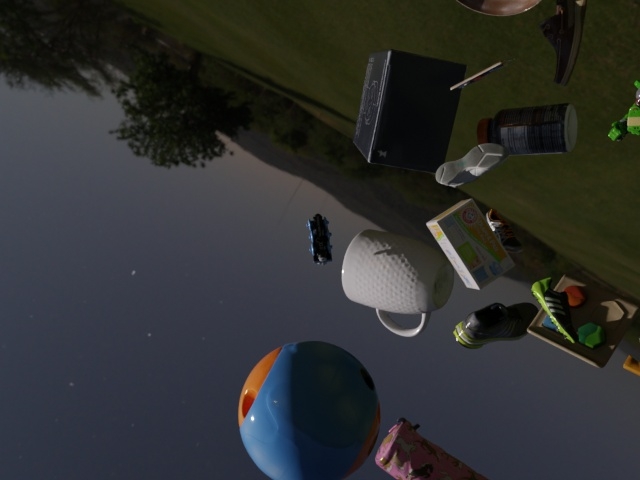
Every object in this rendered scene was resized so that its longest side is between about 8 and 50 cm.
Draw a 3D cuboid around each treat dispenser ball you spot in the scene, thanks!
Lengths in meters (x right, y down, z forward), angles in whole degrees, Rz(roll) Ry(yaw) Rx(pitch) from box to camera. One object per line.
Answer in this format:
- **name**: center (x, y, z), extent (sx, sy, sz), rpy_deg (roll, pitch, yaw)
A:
- **treat dispenser ball**: center (-0.022, 0.347, 1.147), extent (0.288, 0.288, 0.288), rpy_deg (31, -170, -6)

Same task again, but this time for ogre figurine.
- **ogre figurine**: center (0.709, -0.306, 1.206), extent (0.097, 0.197, 0.118), rpy_deg (30, -134, 27)

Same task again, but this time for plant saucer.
- **plant saucer**: center (0.482, -0.751, 1.565), extent (0.311, 0.050, 0.310), rpy_deg (23, 166, 6)

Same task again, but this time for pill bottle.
- **pill bottle**: center (0.557, -0.299, 1.546), extent (0.246, 0.130, 0.130), rpy_deg (4, 171, 37)

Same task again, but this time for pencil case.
- **pencil case**: center (0.351, 0.675, 1.621), extent (0.386, 0.167, 0.160), rpy_deg (33, 165, 13)

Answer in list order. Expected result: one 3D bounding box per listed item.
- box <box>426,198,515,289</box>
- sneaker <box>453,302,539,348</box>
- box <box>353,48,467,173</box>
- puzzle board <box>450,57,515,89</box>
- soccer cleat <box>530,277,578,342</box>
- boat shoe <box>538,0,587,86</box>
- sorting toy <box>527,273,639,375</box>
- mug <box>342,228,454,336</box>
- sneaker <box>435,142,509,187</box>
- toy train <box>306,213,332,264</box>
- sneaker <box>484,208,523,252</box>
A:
- **box**: center (0.377, 0.008, 1.434), extent (0.203, 0.114, 0.103), rpy_deg (56, 177, -1)
- **sneaker**: center (0.551, 0.241, 1.711), extent (0.300, 0.121, 0.111), rpy_deg (-13, -125, -25)
- **box**: center (0.239, -0.383, 1.641), extent (0.212, 0.293, 0.395), rpy_deg (9, -163, -5)
- **puzzle board**: center (0.370, -0.377, 1.291), extent (0.096, 0.128, 0.011), rpy_deg (-29, -84, -49)
- **soccer cleat**: center (0.605, 0.173, 1.432), extent (0.060, 0.072, 0.179), rpy_deg (41, -160, -57)
- **boat shoe**: center (0.712, -0.634, 1.679), extent (0.123, 0.342, 0.123), rpy_deg (8, -165, 20)
- **sorting toy**: center (0.737, 0.221, 1.488), extent (0.307, 0.229, 0.041), rpy_deg (28, 157, 39)
- **mug**: center (0.288, 0.166, 2.010), extent (0.328, 0.374, 0.276), rpy_deg (13, -155, 37)
- **sneaker**: center (0.312, -0.151, 1.147), extent (0.061, 0.152, 0.053), rpy_deg (19, -121, -46)
- **toy train**: center (0.000, 0.000, 1.930), extent (0.105, 0.080, 0.184), rpy_deg (82, 180, -60)
- **sneaker**: center (0.679, -0.034, 2.118), extent (0.084, 0.083, 0.215), rpy_deg (-10, -137, -29)
